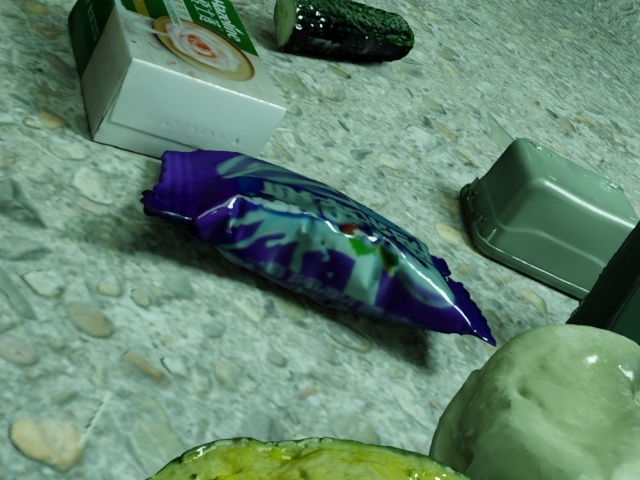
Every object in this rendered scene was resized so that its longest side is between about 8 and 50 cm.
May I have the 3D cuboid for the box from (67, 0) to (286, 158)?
[{"bbox_3d":[-0.125,-0.148,0.799,0.135,0.081,0.199,14,35,-32],"label":"box"}]

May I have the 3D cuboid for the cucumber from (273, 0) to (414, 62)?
[{"bbox_3d":[0.032,-0.246,1.128,0.241,0.074,0.074,0,41,-48],"label":"cucumber"}]

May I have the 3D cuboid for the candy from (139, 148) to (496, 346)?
[{"bbox_3d":[0.000,0.000,0.702,0.275,0.070,0.145,21,21,-17],"label":"candy"}]

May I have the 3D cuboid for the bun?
[{"bbox_3d":[0.132,0.158,0.501,0.229,0.145,0.229,-16,90,-75],"label":"bun"}]

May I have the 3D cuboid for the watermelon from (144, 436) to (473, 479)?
[{"bbox_3d":[0.012,0.175,0.348,0.204,0.127,0.232,-13,33,-33],"label":"watermelon"}]

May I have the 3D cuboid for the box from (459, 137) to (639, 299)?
[{"bbox_3d":[0.234,-0.023,0.948,0.172,0.093,0.124,23,29,-16],"label":"box"}]

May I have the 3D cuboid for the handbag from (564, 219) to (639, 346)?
[{"bbox_3d":[0.359,0.058,0.778,0.260,0.247,0.079,23,23,-14],"label":"handbag"}]
